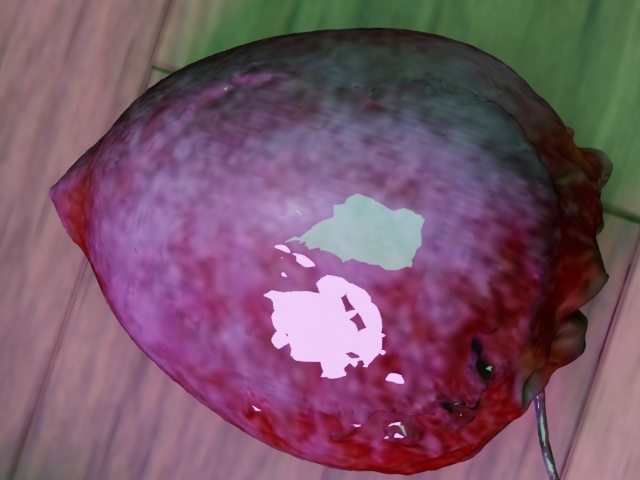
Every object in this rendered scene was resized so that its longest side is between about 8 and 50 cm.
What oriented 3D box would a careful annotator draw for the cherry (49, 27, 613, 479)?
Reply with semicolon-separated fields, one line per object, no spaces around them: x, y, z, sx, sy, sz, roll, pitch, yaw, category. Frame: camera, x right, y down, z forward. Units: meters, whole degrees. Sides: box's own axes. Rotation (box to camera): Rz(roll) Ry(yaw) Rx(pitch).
0.000;0.000;0.815;0.250;0.175;0.192;12;100;11;cherry
